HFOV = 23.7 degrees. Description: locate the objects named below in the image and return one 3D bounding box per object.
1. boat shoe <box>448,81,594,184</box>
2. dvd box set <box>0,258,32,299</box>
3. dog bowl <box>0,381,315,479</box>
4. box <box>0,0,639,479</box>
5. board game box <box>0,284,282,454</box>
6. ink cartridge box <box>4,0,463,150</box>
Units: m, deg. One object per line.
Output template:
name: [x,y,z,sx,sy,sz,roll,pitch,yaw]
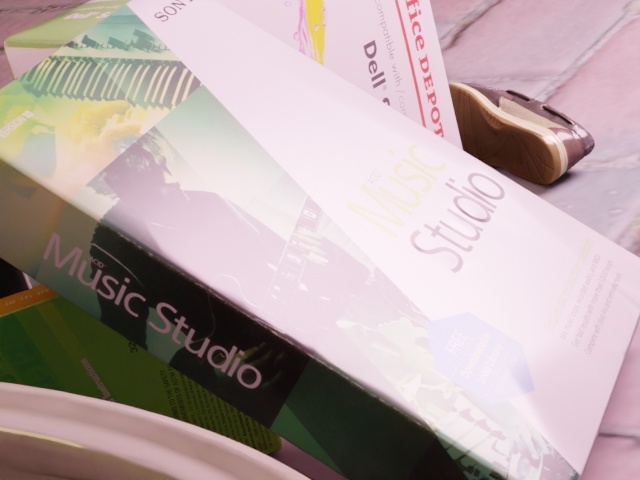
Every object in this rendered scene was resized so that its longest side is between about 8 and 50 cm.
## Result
boat shoe: [0.142,-0.081,1.118,0.049,0.056,0.152,-18,32,-22]
dvd box set: [-0.287,-0.079,1.023,0.062,0.308,0.420,-23,25,-16]
dog bowl: [-0.167,0.177,0.440,0.408,0.150,0.408,3,15,-1]
box: [0.000,0.000,0.759,0.322,0.058,0.232,31,34,5]
board game box: [-0.157,0.093,0.779,0.259,0.124,0.039,-20,20,-15]
ink cartridge box: [-0.021,-0.104,1.054,0.119,0.207,0.353,6,30,42]
